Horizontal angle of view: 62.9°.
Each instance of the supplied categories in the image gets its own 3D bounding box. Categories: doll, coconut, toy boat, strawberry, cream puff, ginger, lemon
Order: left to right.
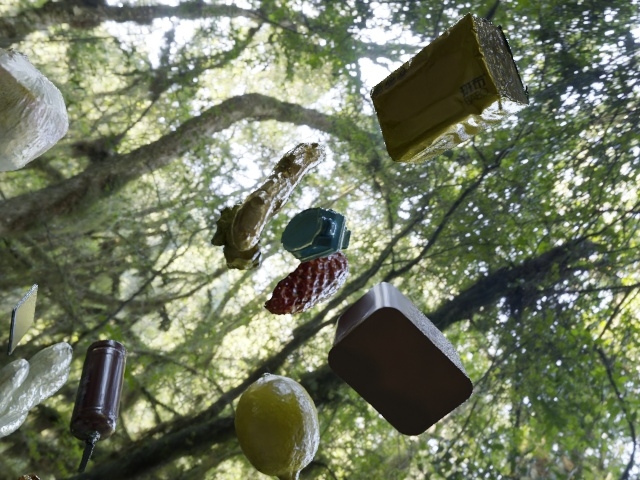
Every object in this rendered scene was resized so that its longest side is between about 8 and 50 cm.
[{"bbox_3d":[-0.585,0.291,0.953,0.149,0.278,0.175,9,-62,29],"label":"doll"},{"bbox_3d":[-0.796,-0.339,1.325,0.297,0.254,0.297,39,-18,16],"label":"coconut"},{"bbox_3d":[-0.306,-0.020,1.906,0.282,0.185,0.281,176,-90,-80],"label":"cream puff"},{"bbox_3d":[-0.133,-0.152,1.542,0.122,0.363,0.348,35,-76,4],"label":"ginger"},{"bbox_3d":[-0.124,0.548,1.539,0.245,0.245,0.319,-35,-115,48],"label":"lemon"},{"bbox_3d":[-0.037,0.159,1.790,0.149,0.336,0.265,46,-35,8],"label":"strawberry"},{"bbox_3d":[0.000,0.000,0.982,0.215,0.102,0.088,-16,-122,61],"label":"toy boat"}]

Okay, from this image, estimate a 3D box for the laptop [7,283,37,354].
[{"bbox_3d":[-0.771,0.201,1.356,0.180,0.016,0.129,-132,-127,-70],"label":"laptop"}]

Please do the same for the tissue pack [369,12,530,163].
[{"bbox_3d":[0.247,-0.292,1.054,0.271,0.134,0.192,-29,-111,45],"label":"tissue pack"}]

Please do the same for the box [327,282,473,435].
[{"bbox_3d":[0.210,0.311,1.434,0.339,0.229,0.239,45,-77,-7],"label":"box"}]

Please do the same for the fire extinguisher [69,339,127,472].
[{"bbox_3d":[-0.601,0.434,1.412,0.135,0.114,0.337,-62,-154,28],"label":"fire extinguisher"}]

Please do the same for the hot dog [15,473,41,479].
[{"bbox_3d":[-0.538,0.487,0.973,0.099,0.065,0.147,44,-65,-5],"label":"hot dog"}]
